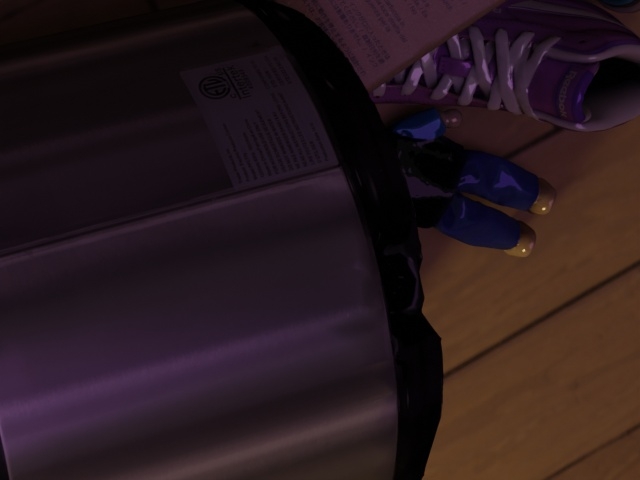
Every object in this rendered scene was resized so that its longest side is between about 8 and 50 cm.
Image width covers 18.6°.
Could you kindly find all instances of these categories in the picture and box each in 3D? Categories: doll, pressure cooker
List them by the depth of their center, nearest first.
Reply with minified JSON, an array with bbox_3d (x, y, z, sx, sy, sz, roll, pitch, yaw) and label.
[{"bbox_3d":[-0.179,0.052,1.220,0.420,0.370,0.375,-16,111,-20],"label":"pressure cooker"},{"bbox_3d":[0.084,-0.038,1.477,0.189,0.046,0.129,20,100,-28],"label":"doll"}]

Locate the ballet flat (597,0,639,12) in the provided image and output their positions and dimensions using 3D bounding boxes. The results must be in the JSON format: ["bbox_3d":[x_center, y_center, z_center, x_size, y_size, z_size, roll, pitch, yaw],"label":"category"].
[{"bbox_3d":[0.236,-0.292,1.434,0.086,0.086,0.248,-8,114,-20],"label":"ballet flat"}]

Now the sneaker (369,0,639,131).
[{"bbox_3d":[0.113,-0.132,1.390,0.282,0.161,0.102,-4,112,-20],"label":"sneaker"}]

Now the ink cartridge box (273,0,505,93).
[{"bbox_3d":[0.028,-0.240,1.285,0.193,0.088,0.234,-33,105,5],"label":"ink cartridge box"}]
